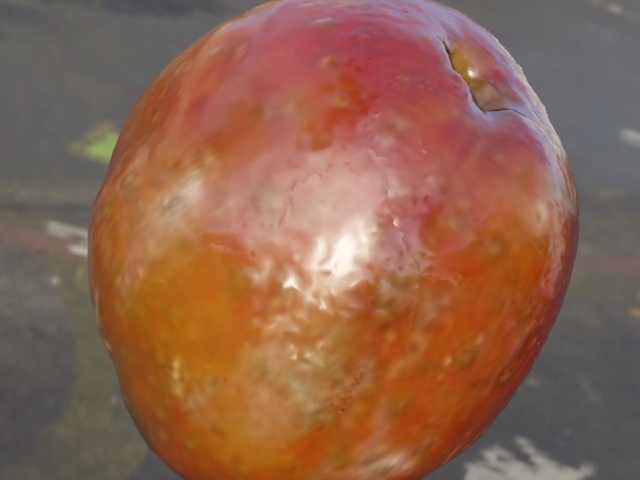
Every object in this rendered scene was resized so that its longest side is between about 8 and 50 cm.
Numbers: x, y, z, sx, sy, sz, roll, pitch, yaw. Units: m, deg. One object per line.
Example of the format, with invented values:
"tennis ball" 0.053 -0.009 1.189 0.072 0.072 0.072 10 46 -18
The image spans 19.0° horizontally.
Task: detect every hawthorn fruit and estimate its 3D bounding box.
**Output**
"hawthorn fruit" 0.000 0.000 1.012 0.284 0.284 0.284 15 18 -5
